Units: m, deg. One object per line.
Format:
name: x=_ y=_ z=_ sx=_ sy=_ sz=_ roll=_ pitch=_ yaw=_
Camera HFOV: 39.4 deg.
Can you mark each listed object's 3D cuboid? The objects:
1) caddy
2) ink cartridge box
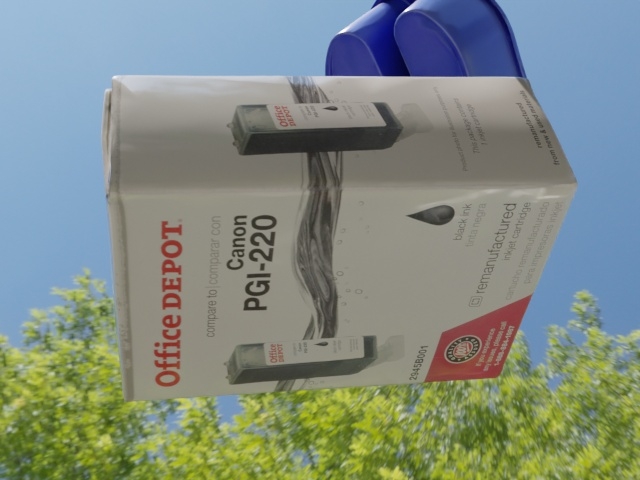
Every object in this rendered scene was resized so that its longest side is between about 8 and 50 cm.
caddy: x=0.160 y=-0.192 z=1.229 sx=0.241 sy=0.179 sz=0.341 roll=-7 pitch=-69 yaw=41
ink cartridge box: x=0.000 y=0.000 z=0.469 sx=0.217 sy=0.159 sz=0.092 roll=-1 pitch=-135 yaw=-9
